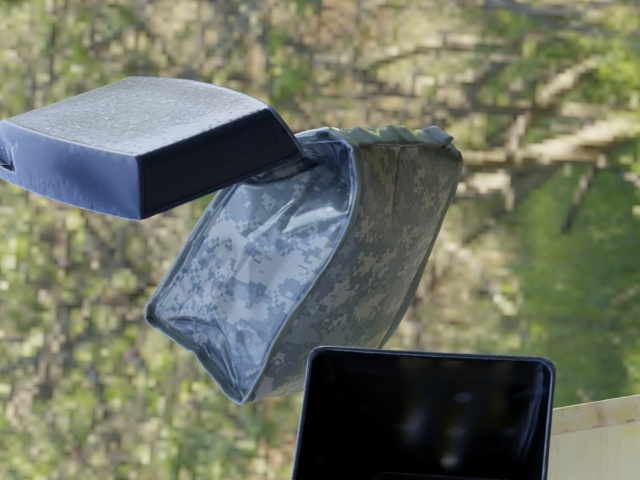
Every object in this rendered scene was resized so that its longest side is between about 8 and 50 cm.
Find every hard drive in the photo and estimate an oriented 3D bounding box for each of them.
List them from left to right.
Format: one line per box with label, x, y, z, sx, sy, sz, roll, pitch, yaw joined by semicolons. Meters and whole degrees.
hard drive;-0.148;-0.080;1.423;0.254;0.172;0.054;17;123;53

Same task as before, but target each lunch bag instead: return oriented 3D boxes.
lunch bag;0.000;0.000;1.733;0.287;0.169;0.235;-58;-25;18

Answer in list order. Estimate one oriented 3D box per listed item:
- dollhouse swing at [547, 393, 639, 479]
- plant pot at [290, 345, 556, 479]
dollhouse swing;0.318;0.302;1.658;0.315;0.347;0.305;9;-108;-48
plant pot;0.081;0.205;1.355;0.167;0.188;0.187;77;-161;-58
